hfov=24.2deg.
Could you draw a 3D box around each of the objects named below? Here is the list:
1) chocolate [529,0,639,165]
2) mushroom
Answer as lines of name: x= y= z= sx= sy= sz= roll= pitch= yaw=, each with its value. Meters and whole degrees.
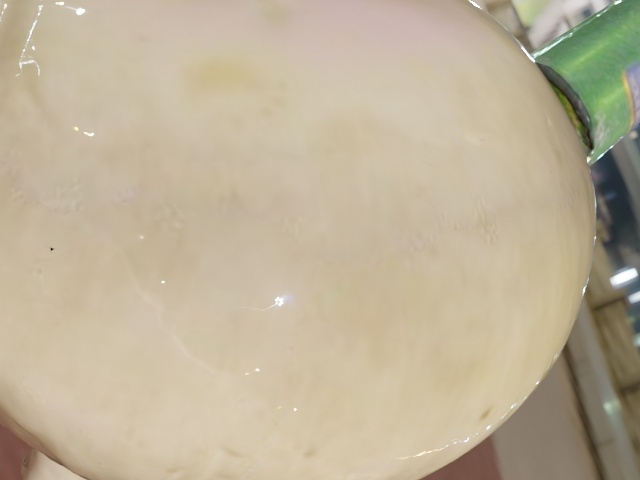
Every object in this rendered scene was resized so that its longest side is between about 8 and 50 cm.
chocolate: x=0.268 y=-0.161 z=1.251 sx=0.291 sy=0.110 sz=0.110 roll=-35 pitch=106 yaw=-32
mushroom: x=-0.038 y=0.001 z=0.469 sx=0.246 sy=0.246 sz=0.202 roll=-65 pitch=172 yaw=-74
